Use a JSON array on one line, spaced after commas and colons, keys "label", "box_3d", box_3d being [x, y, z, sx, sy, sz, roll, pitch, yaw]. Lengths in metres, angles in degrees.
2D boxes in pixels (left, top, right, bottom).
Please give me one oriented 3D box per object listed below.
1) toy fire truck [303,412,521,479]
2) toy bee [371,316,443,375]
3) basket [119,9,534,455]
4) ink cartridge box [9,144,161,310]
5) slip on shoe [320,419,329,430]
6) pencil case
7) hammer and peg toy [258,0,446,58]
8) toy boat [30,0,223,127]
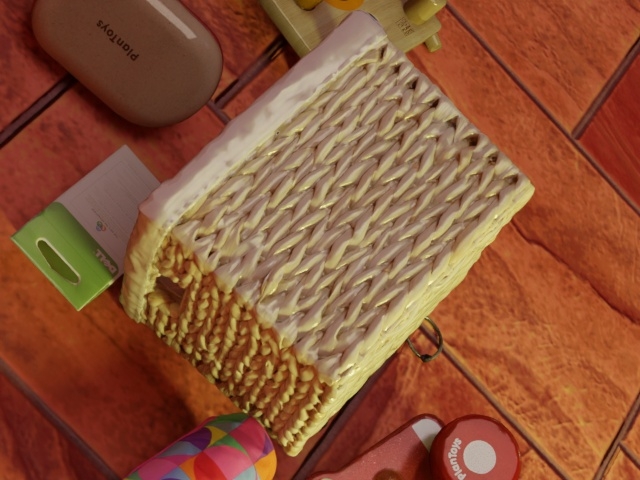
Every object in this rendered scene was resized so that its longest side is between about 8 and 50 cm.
[{"label": "toy fire truck", "box_3d": [0.126, 0.351, 1.943, 0.254, 0.169, 0.302, -31, 84, -22]}, {"label": "toy bee", "box_3d": [0.059, 0.054, 2.050, 0.298, 0.162, 0.195, -17, 74, -44]}, {"label": "basket", "box_3d": [0.000, 0.000, 1.823, 0.266, 0.328, 0.331, 42, 69, 6]}, {"label": "ink cartridge box", "box_3d": [-0.249, -0.004, 1.904, 0.109, 0.062, 0.209, 49, 45, -4]}, {"label": "slip on shoe", "box_3d": [-0.048, 0.170, 1.973, 0.135, 0.051, 0.041, 25, 39, -18]}, {"label": "pencil case", "box_3d": [-0.150, 0.258, 1.799, 0.236, 0.104, 0.104, -26, 82, -47]}, {"label": "hammer and peg toy", "box_3d": [0.051, -0.349, 2.316, 0.266, 0.127, 0.361, 54, 44, 1]}, {"label": "toy boat", "box_3d": [-0.217, -0.240, 2.045, 0.231, 0.151, 0.151, 42, 16, -10]}]
